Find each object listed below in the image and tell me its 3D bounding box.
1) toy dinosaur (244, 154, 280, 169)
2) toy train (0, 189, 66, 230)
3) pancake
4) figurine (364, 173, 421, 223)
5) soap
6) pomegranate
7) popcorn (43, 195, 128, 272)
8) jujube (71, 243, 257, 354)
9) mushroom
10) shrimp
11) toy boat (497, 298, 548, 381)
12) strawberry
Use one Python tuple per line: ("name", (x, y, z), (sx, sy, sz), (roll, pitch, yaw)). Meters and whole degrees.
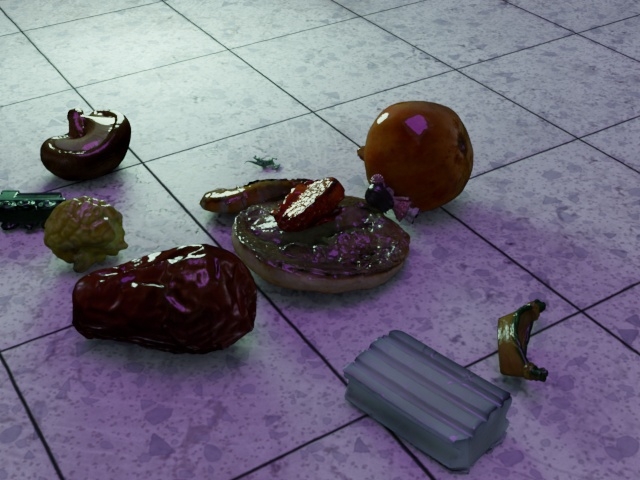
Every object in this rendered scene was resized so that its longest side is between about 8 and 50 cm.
("toy dinosaur", (-0.140, -0.187, 2.197), (0.062, 0.021, 0.083), (39, 49, 25))
("toy train", (-0.648, -0.072, 2.003), (0.170, 0.071, 0.111), (-1, 28, -1))
("pancake", (-0.001, 0.000, 1.878), (0.386, 0.082, 0.387), (5, 32, -3))
("figurine", (0.155, -0.085, 1.932), (0.129, 0.072, 0.054), (34, 45, 6))
("soap", (0.180, 0.268, 1.504), (0.261, 0.094, 0.150), (30, 50, 34))
("pomegranate", (0.205, -0.192, 2.015), (0.270, 0.252, 0.229), (-3, 20, 34))
("popcorn", (-0.483, -0.019, 1.860), (0.173, 0.173, 0.142), (-10, 45, -13))
("jujube", (-0.291, 0.112, 1.648), (0.342, 0.216, 0.216), (-8, 34, 11))
("mushroom", (-0.559, -0.220, 2.166), (0.231, 0.138, 0.194), (-31, 58, -20))
("shrimp", (-0.145, -0.107, 2.057), (0.287, 0.063, 0.152), (-13, 14, -30))
("toy boat", (0.368, 0.179, 1.619), (0.088, 0.089, 0.229), (-7, 30, 15))
("strawberry", (-0.026, -0.064, 1.840), (0.121, 0.082, 0.188), (1, 32, 41))
